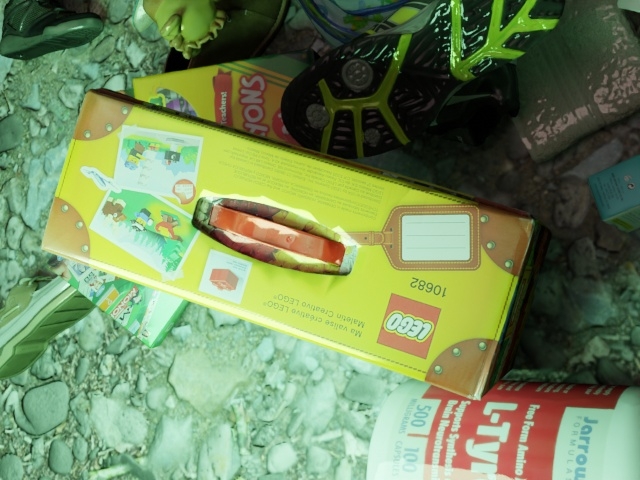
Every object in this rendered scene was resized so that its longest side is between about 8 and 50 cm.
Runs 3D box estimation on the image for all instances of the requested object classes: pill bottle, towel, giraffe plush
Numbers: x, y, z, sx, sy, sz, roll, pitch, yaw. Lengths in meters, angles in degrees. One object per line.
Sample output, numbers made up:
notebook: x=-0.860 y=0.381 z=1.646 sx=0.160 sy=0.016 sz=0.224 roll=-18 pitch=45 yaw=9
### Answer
pill bottle: x=0.276 y=0.274 z=1.207 sx=0.407 sy=0.229 sz=0.229 roll=-2 pitch=81 yaw=31
towel: x=0.306 y=-0.262 z=1.377 sx=0.187 sy=0.049 sz=0.282 roll=-28 pitch=69 yaw=26
giraffe plush: x=-0.175 y=-0.349 z=1.510 sx=0.210 sy=0.181 sz=0.170 roll=34 pitch=93 yaw=41

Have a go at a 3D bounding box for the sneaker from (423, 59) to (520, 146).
sneaker: x=0.171 y=-0.164 z=1.402 sx=0.234 sy=0.078 sz=0.106 roll=-25 pitch=72 yaw=46

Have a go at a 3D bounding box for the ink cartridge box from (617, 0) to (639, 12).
ink cartridge box: x=0.462 y=-0.297 z=1.277 sx=0.181 sy=0.061 sz=0.104 roll=24 pitch=95 yaw=32

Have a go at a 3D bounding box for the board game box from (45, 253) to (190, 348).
board game box: x=-0.243 y=-0.026 z=1.622 sx=0.213 sy=0.046 sz=0.317 roll=37 pitch=96 yaw=8

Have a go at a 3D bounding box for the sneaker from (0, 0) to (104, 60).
sneaker: x=-0.470 y=-0.393 z=1.854 sx=0.227 sy=0.087 sz=0.130 roll=-4 pitch=87 yaw=37

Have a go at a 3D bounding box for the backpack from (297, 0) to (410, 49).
backpack: x=0.060 y=-0.419 z=1.446 sx=0.290 sy=0.273 sz=0.356 roll=-14 pitch=88 yaw=0

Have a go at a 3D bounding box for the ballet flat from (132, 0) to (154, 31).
ballet flat: x=-0.255 y=-0.414 z=1.744 sx=0.052 sy=0.057 sz=0.168 roll=26 pitch=97 yaw=22

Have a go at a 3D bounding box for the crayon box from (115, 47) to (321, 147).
crayon box: x=-0.145 y=-0.147 z=1.538 sx=0.318 sy=0.081 sz=0.202 roll=-9 pitch=89 yaw=10

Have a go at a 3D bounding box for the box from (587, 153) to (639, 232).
box: x=0.442 y=-0.087 z=1.234 sx=0.244 sy=0.100 sz=0.060 roll=-25 pitch=70 yaw=26

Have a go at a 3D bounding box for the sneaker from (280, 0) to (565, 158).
sneaker: x=0.126 y=-0.220 z=1.301 sx=0.384 sy=0.147 sz=0.145 roll=-26 pitch=103 yaw=23

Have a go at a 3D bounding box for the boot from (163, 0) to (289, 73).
boot: x=-0.140 y=-0.335 z=1.626 sx=0.112 sy=0.115 sz=0.305 roll=29 pitch=96 yaw=34

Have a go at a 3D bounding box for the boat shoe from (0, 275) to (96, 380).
boat shoe: x=-0.465 y=0.109 z=1.759 sx=0.302 sy=0.113 sz=0.103 roll=-39 pitch=70 yaw=22

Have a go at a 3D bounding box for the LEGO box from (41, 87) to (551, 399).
LEGO box: x=0.000 y=0.000 z=1.260 sx=0.500 sy=0.372 sz=0.193 roll=18 pitch=93 yaw=16
